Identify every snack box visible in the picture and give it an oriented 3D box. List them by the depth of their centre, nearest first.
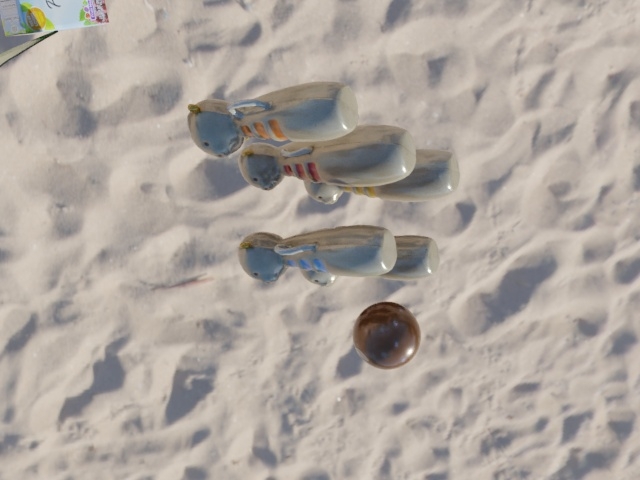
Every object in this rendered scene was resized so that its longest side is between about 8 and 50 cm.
[{"bbox_3d":[-0.462,-0.458,1.295,0.174,0.070,0.207,-27,114,-49],"label":"snack box"}]

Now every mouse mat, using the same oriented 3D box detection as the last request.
[{"bbox_3d":[-0.517,-0.279,1.219,0.152,0.190,0.007,-9,121,31],"label":"mouse mat"}]

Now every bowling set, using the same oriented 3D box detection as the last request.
[{"bbox_3d":[0.000,0.000,0.619,0.154,0.200,0.287,-2,169,28],"label":"bowling set"}]
